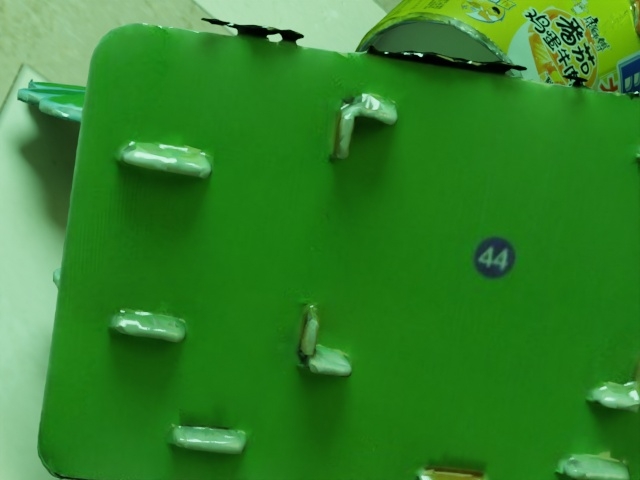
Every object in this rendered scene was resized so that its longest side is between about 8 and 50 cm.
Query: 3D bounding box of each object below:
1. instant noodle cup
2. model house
[{"bbox_3d":[0.119,-0.115,1.147,0.205,0.205,0.153,55,44,-1],"label":"instant noodle cup"},{"bbox_3d":[0.000,0.000,0.923,0.357,0.242,0.313,5,9,-12],"label":"model house"}]
